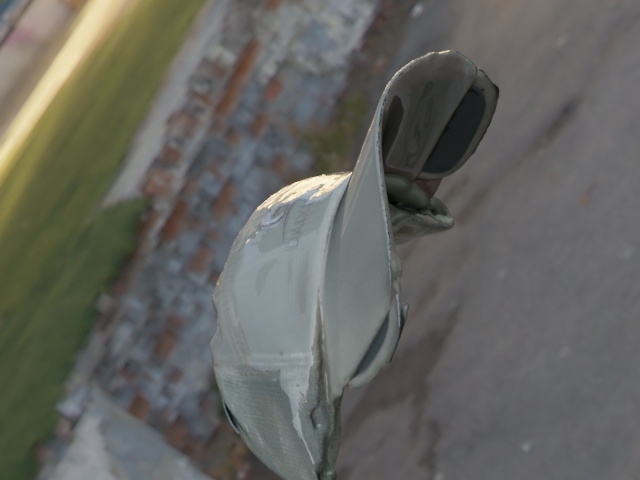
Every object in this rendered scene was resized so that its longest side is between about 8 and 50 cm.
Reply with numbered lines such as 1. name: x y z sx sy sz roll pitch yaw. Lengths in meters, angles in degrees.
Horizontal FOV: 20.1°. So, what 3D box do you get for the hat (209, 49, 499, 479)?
1. hat: 0.000 0.000 1.017 0.226 0.164 0.219 80 -153 -44
